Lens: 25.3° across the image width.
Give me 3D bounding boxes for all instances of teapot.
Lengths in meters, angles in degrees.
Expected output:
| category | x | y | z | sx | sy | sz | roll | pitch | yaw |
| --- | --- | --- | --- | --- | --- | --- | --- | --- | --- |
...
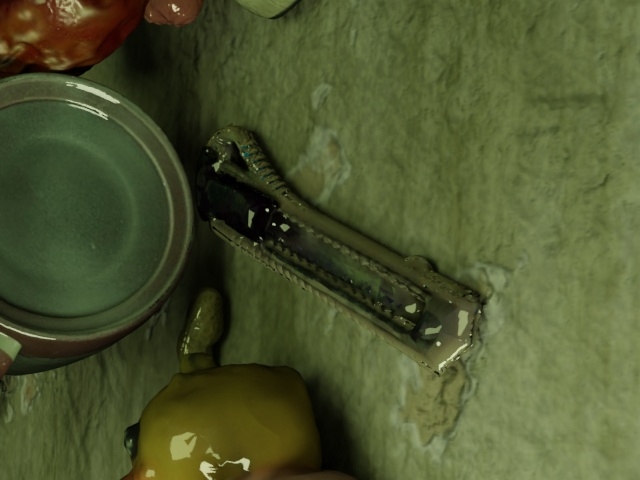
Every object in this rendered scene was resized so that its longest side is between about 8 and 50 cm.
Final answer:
| category | x | y | z | sx | sy | sz | roll | pitch | yaw |
| --- | --- | --- | --- | --- | --- | --- | --- | --- | --- |
| teapot | -0.282 | 0.049 | 1.261 | 0.312 | 0.233 | 0.315 | -36 | 29 | 60 |

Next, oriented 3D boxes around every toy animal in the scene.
| category | x | y | z | sx | sy | sz | roll | pitch | yaw |
| --- | --- | --- | --- | --- | --- | --- | --- | --- | --- |
| toy animal | -0.052 | 0.197 | 1.036 | 0.169 | 0.195 | 0.281 | -33 | 55 | -2 |

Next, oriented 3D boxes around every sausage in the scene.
| category | x | y | z | sx | sy | sz | roll | pitch | yaw |
| --- | --- | --- | --- | --- | --- | --- | --- | --- | --- |
| sausage | -0.130 | -0.267 | 1.266 | 0.062 | 0.062 | 0.154 | 1 | 87 | 51 |

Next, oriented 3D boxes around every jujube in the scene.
| category | x | y | z | sx | sy | sz | roll | pitch | yaw |
| --- | --- | --- | --- | --- | --- | --- | --- | --- | --- |
| jujube | -0.243 | -0.221 | 1.226 | 0.250 | 0.174 | 0.174 | -1 | 84 | 59 |

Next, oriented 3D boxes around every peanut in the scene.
| category | x | y | z | sx | sy | sz | roll | pitch | yaw |
| --- | --- | --- | --- | --- | --- | --- | --- | --- | --- |
| peanut | -0.102 | 0.080 | 1.208 | 0.037 | 0.037 | 0.083 | 29 | 112 | 49 |

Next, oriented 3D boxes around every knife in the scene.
| category | x | y | z | sx | sy | sz | roll | pitch | yaw |
| --- | --- | --- | --- | --- | --- | --- | --- | --- | --- |
| knife | -0.005 | 0.000 | 1.091 | 0.365 | 0.043 | 0.089 | 34 | 113 | 47 |

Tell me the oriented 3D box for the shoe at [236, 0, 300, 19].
| category | x | y | z | sx | sy | sz | roll | pitch | yaw |
| --- | --- | --- | --- | --- | --- | --- | --- | --- | --- |
| shoe | -0.105 | -0.347 | 1.159 | 0.132 | 0.171 | 0.336 | -28 | 64 | 47 |
